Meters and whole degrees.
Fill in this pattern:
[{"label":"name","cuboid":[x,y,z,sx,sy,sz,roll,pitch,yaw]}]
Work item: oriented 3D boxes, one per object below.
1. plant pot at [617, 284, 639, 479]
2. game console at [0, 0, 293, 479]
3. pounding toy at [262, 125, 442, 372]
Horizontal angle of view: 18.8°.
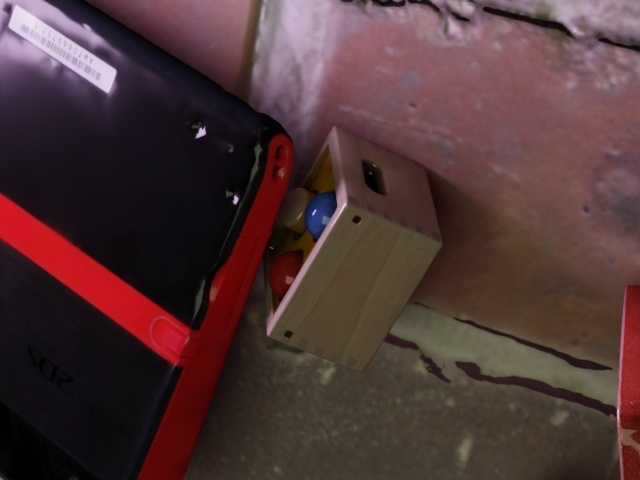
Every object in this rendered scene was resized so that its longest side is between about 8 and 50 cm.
[{"label":"plant pot","cuboid":[0.302,0.179,1.137,0.235,0.267,0.267,-3,103,11]},{"label":"game console","cuboid":[-0.210,-0.010,1.373,0.386,0.060,0.342,33,111,28]},{"label":"pounding toy","cuboid":[0.000,0.000,1.288,0.100,0.141,0.130,23,116,-16]}]
